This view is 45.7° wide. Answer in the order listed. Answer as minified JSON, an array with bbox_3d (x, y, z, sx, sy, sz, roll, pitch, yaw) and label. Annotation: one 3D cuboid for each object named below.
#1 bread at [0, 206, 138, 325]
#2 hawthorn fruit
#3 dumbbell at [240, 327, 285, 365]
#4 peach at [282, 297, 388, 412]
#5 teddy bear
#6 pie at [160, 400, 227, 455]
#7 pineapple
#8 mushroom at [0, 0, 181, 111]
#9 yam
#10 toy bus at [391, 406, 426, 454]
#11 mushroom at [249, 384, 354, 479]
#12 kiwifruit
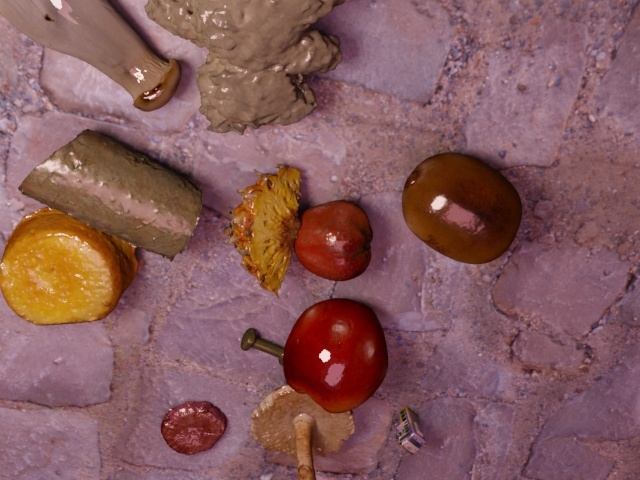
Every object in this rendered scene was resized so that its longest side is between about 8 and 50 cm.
[{"bbox_3d":[-0.495,0.051,1.480,0.269,0.145,0.268,-1,115,-3],"label":"bread"},{"bbox_3d":[0.000,0.000,1.501,0.204,0.162,0.162,4,120,14],"label":"hawthorn fruit"},{"bbox_3d":[-0.116,0.234,1.662,0.118,0.046,0.052,26,119,-17],"label":"dumbbell"},{"bbox_3d":[0.042,0.239,1.586,0.244,0.199,0.243,-4,101,-24],"label":"peach"},{"bbox_3d":[-0.123,-0.355,1.282,0.358,0.224,0.367,12,132,-12],"label":"teddy bear"},{"bbox_3d":[-0.295,0.435,1.760,0.154,0.038,0.153,-2,117,-5],"label":"pie"},{"bbox_3d":[-0.143,-0.036,1.447,0.140,0.164,0.249,10,96,-57],"label":"pineapple"},{"bbox_3d":[-0.391,-0.350,1.300,0.329,0.122,0.159,40,145,-21],"label":"mushroom"},{"bbox_3d":[-0.375,-0.091,1.398,0.304,0.168,0.168,27,113,-18],"label":"yam"},{"bbox_3d":[0.207,0.443,1.767,0.058,0.102,0.052,-43,113,14],"label":"toy bus"},{"bbox_3d":[-0.009,0.463,1.670,0.208,0.301,0.233,-5,139,-39],"label":"mushroom"},{"bbox_3d":[0.264,-0.064,1.449,0.234,0.196,0.196,24,114,-15],"label":"kiwifruit"}]
